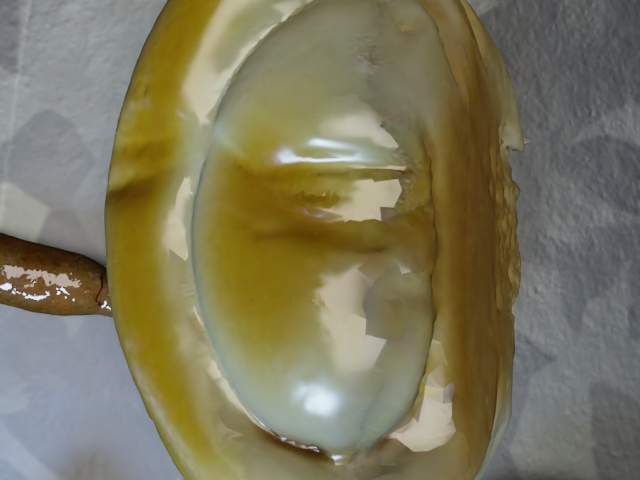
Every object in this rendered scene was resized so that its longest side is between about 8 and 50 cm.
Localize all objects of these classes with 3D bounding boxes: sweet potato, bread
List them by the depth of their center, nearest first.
[{"bbox_3d":[0.023,-0.001,0.542,0.328,0.245,0.424,3,83,-12],"label":"bread"},{"bbox_3d":[-0.238,0.017,0.588,0.194,0.056,0.056,21,85,-7],"label":"sweet potato"}]
